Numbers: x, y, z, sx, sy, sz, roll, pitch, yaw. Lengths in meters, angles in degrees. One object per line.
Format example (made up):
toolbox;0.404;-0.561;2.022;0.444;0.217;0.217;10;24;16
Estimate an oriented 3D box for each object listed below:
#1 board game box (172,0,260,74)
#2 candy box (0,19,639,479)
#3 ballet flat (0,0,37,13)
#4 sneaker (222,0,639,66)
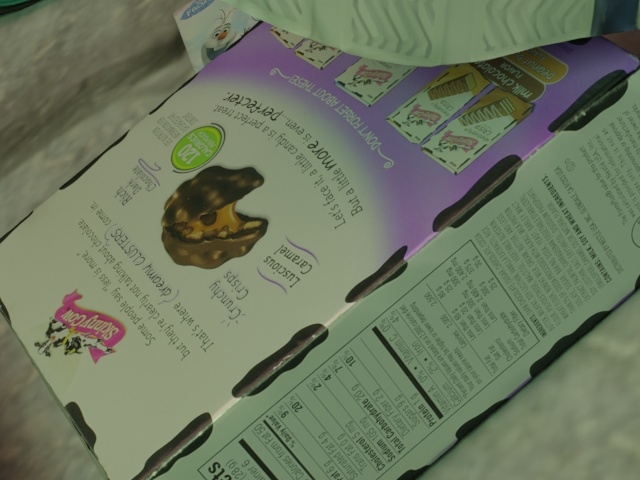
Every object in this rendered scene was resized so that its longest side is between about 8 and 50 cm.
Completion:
board game box;-0.013;-0.093;0.760;0.090;0.020;0.090;-33;36;8
candy box;0.000;0.000;0.600;0.196;0.070;0.165;-40;35;-4
ballet flat;-0.184;-0.141;0.925;0.203;0.074;0.074;-28;36;18
sneaker;0.087;-0.133;0.569;0.315;0.127;0.182;6;21;-6
